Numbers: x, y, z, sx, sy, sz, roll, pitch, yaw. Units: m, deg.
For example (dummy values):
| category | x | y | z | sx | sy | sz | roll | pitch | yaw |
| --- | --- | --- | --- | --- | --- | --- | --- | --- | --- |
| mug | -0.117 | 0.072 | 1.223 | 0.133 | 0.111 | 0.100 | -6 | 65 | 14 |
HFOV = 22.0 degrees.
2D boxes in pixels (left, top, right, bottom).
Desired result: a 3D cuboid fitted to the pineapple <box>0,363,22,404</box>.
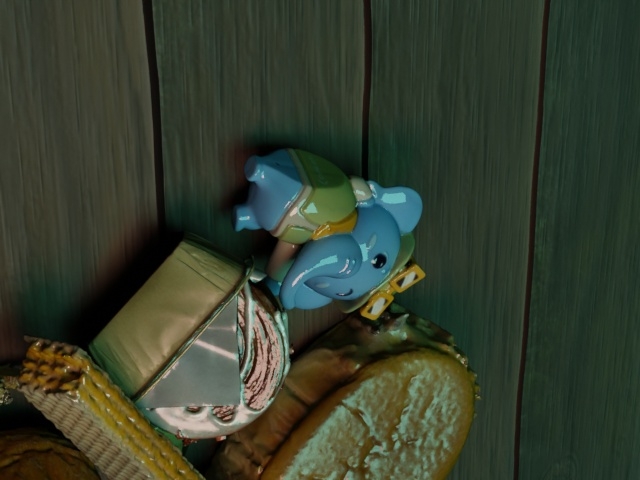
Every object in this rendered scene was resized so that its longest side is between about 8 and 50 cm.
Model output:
| category | x | y | z | sx | sy | sz | roll | pitch | yaw |
| --- | --- | --- | --- | --- | --- | --- | --- | --- | --- |
| pineapple | -0.366 | 0.162 | 1.780 | 0.114 | 0.077 | 0.114 | -28 | 163 | -38 |

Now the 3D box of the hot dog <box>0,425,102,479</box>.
| category | x | y | z | sx | sy | sz | roll | pitch | yaw |
| --- | --- | --- | --- | --- | --- | --- | --- | --- | --- |
| hot dog | -0.353 | 0.353 | 1.738 | 0.174 | 0.387 | 0.267 | 16 | 118 | 3 |

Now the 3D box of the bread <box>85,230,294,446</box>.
| category | x | y | z | sx | sy | sz | roll | pitch | yaw |
| --- | --- | --- | --- | --- | --- | --- | --- | --- | --- |
| bread | -0.136 | 0.114 | 1.847 | 0.212 | 0.142 | 0.224 | 41 | 94 | -13 |

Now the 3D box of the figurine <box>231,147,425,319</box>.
| category | x | y | z | sx | sy | sz | roll | pitch | yaw |
| --- | --- | --- | --- | --- | --- | --- | --- | --- | --- |
| figurine | 0.000 | -0.003 | 1.927 | 0.262 | 0.154 | 0.180 | 19 | 90 | -32 |

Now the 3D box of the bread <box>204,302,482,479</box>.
| category | x | y | z | sx | sy | sz | roll | pitch | yaw |
| --- | --- | --- | --- | --- | --- | --- | --- | --- | --- |
| bread | 0.033 | 0.261 | 2.057 | 0.388 | 0.183 | 0.236 | -47 | 130 | -9 |

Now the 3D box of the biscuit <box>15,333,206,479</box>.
| category | x | y | z | sx | sy | sz | roll | pitch | yaw |
| --- | --- | --- | --- | --- | --- | --- | --- | --- | --- |
| biscuit | -0.206 | 0.232 | 1.807 | 0.054 | 0.094 | 0.379 | -64 | 142 | -26 |

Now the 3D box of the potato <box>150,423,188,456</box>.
| category | x | y | z | sx | sy | sz | roll | pitch | yaw |
| --- | --- | --- | --- | --- | --- | --- | --- | --- | --- |
| potato | -0.210 | 0.227 | 1.924 | 0.103 | 0.066 | 0.096 | -13 | 133 | -35 |
